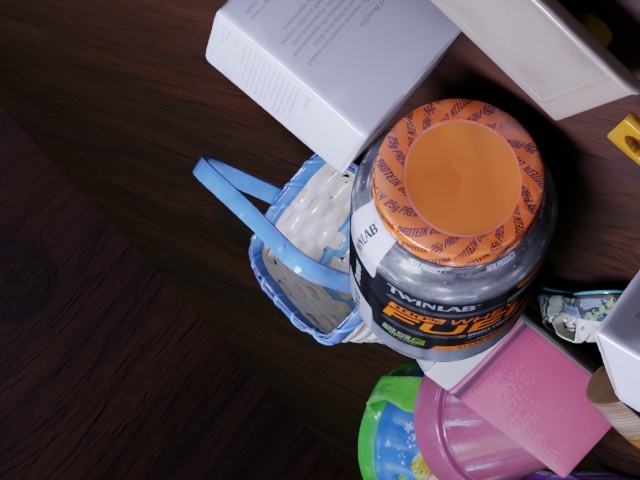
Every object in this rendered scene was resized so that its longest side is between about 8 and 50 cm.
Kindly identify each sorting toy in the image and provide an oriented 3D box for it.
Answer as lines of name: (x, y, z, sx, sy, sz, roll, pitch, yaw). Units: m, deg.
sorting toy: (0.179, -0.183, 1.370, 0.347, 0.047, 0.196, 43, 170, -9)

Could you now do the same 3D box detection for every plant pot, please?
plant pot: (0.256, 0.239, 2.204, 0.201, 0.201, 0.180, 46, 150, -21)

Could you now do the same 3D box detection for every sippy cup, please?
sippy cup: (0.214, 0.317, 2.501, 0.224, 0.240, 0.305, 11, -172, 44)

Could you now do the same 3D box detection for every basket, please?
basket: (0.000, 0.000, 1.992, 0.289, 0.201, 0.255, 16, -158, -47)

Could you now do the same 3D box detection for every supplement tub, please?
supplement tub: (0.132, -0.008, 1.691, 0.207, 0.207, 0.338, 37, 166, 12)

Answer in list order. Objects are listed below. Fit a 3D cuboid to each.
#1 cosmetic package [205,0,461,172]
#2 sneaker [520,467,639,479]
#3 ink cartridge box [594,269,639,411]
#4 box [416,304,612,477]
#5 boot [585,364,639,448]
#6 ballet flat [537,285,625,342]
cosmetic package: (0.010, -0.190, 1.562, 0.183, 0.151, 0.151, 41, 166, 1)
sneaker: (0.352, 0.368, 2.311, 0.282, 0.102, 0.161, -3, -179, -31)
ink cartridge box: (0.349, 0.020, 1.048, 0.211, 0.289, 0.121, 32, 167, 29)
box: (0.232, 0.151, 1.956, 0.232, 0.127, 0.148, 37, -171, -18)
boot: (0.450, 0.215, 1.780, 0.220, 0.109, 0.283, 37, 154, -25)
ballet flat: (0.299, 0.084, 1.825, 0.070, 0.070, 0.188, 42, 171, -9)
